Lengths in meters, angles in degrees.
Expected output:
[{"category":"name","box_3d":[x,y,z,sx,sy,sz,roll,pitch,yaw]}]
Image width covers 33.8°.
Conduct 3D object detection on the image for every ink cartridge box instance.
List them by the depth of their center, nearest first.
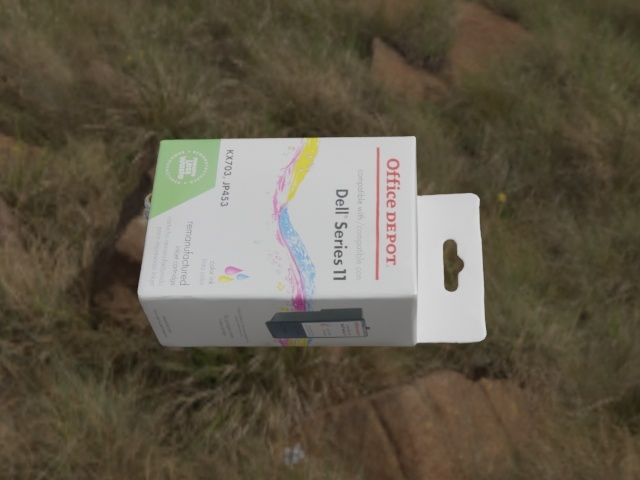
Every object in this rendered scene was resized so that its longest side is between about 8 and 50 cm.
[{"category":"ink cartridge box","box_3d":[0.000,0.000,1.126,0.353,0.119,0.207,-1,57,4]}]

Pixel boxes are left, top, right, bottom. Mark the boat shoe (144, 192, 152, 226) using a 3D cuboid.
[{"category":"boat shoe","box_3d":[-0.245,-0.049,1.746,0.096,0.277,0.098,29,37,-1]}]
